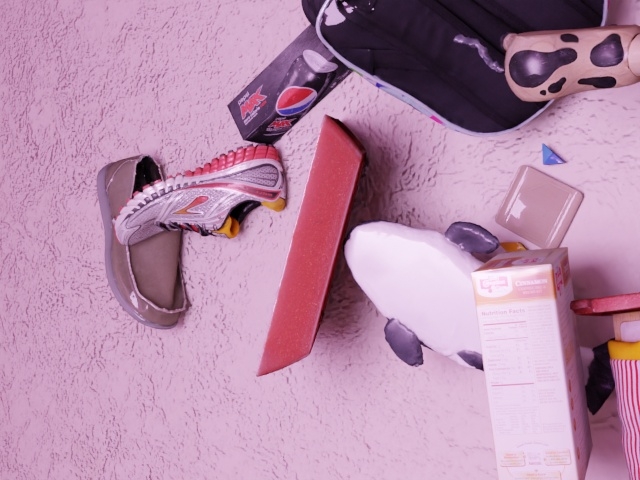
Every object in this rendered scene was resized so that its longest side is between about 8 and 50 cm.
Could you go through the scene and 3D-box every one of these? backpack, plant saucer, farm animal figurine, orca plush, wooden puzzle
[{"bbox_3d":[0.131,-0.230,0.937,0.225,0.254,0.191,-53,20,19],"label":"backpack"},{"bbox_3d":[0.000,0.000,1.045,0.048,0.259,0.258,15,97,3],"label":"plant saucer"},{"bbox_3d":[0.318,-0.210,0.753,0.327,0.172,0.330,27,108,-3],"label":"farm animal figurine"},{"bbox_3d":[0.163,0.058,0.978,0.287,0.102,0.151,14,100,18],"label":"orca plush"},{"bbox_3d":[0.218,-0.031,0.994,0.078,0.014,0.116,39,110,29],"label":"wooden puzzle"}]

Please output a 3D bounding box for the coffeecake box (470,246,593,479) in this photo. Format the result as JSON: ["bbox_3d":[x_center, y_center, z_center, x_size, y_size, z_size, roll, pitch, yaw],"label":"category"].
[{"bbox_3d":[0.184,0.106,0.844,0.068,0.142,0.185,-7,93,20],"label":"coffeecake box"}]

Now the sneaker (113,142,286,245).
[{"bbox_3d":[-0.147,-0.039,1.201,0.225,0.088,0.092,-21,82,12],"label":"sneaker"}]

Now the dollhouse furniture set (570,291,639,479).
[{"bbox_3d":[0.385,0.113,0.717,0.374,0.152,0.201,-17,75,49],"label":"dollhouse furniture set"}]

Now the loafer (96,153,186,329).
[{"bbox_3d":[-0.227,-0.006,1.286,0.087,0.094,0.251,-34,66,35],"label":"loafer"}]

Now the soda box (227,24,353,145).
[{"bbox_3d":[-0.032,-0.186,1.176,0.169,0.053,0.060,-40,63,29],"label":"soda box"}]
